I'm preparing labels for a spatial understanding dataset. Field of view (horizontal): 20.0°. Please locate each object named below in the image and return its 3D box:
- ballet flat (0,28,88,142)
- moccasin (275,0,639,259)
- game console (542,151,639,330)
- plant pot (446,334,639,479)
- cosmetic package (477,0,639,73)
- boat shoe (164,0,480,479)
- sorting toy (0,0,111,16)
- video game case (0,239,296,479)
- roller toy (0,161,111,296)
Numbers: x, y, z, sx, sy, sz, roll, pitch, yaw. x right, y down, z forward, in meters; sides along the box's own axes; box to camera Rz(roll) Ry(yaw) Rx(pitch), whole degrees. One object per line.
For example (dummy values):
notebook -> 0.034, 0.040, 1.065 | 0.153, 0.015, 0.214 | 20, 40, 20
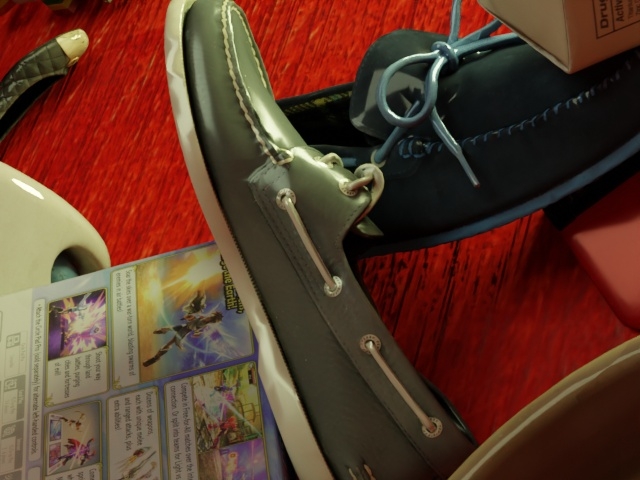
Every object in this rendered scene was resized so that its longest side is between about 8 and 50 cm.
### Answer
ballet flat -> -0.254, -0.109, 1.520 | 0.173, 0.057, 0.049 | -45, 78, 3
moccasin -> 0.055, -0.065, 1.060 | 0.342, 0.117, 0.138 | -20, 19, 40
game console -> 0.206, -0.034, 1.027 | 0.144, 0.085, 0.124 | -37, 7, 12
plant pot -> 0.199, 0.218, 0.584 | 0.323, 0.280, 0.323 | -26, 42, 26
cosmetic package -> 0.230, -0.227, 0.962 | 0.309, 0.160, 0.113 | -21, 35, -13
boat shoe -> 0.000, 0.000, 1.023 | 0.099, 0.116, 0.320 | -21, 81, 12
sorting toy -> -0.184, -0.257, 1.574 | 0.274, 0.046, 0.132 | -2, 56, 43
video game case -> -0.140, 0.122, 1.051 | 0.244, 0.061, 0.269 | -15, 36, 4
roller toy -> -0.253, 0.022, 1.270 | 0.209, 0.191, 0.146 | -10, 49, 57
